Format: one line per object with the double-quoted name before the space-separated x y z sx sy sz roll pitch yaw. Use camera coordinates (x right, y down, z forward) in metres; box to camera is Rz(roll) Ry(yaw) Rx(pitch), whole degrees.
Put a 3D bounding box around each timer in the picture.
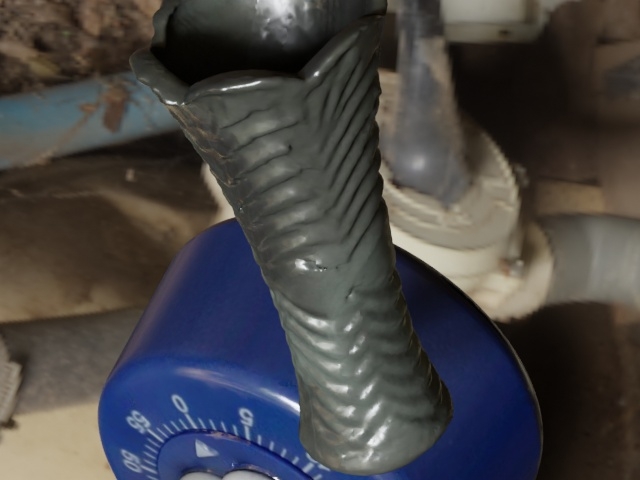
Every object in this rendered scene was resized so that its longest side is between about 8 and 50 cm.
"timer" -0.062 0.196 0.893 0.383 0.270 0.270 -54 130 -39

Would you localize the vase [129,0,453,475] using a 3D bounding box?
"vase" 0.000 0.000 0.711 0.115 0.115 0.237 -39 131 -30
